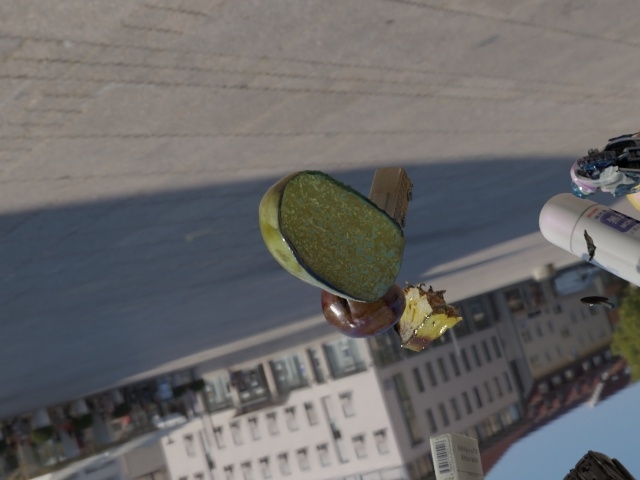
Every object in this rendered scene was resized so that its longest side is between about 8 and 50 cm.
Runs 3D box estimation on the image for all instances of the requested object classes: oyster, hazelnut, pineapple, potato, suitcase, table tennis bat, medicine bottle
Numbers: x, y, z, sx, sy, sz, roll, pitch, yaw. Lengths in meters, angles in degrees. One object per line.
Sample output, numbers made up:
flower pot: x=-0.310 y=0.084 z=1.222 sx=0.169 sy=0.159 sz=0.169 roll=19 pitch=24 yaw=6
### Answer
oyster: x=0.542 y=0.012 z=1.768 sx=0.019 sy=0.054 sz=0.083 roll=-6 pitch=147 yaw=20
hazelnut: x=0.107 y=0.146 z=2.126 sx=0.203 sy=0.178 sz=0.178 roll=-6 pitch=178 yaw=23
pineapple: x=0.275 y=0.211 z=2.437 sx=0.114 sy=0.186 sz=0.236 roll=18 pitch=172 yaw=-31
potato: x=0.000 y=0.000 z=1.325 sx=0.111 sy=0.160 sz=0.271 roll=-5 pitch=155 yaw=44
suitcase: x=0.719 y=0.664 z=1.996 sx=0.188 sy=0.345 sz=0.339 roll=-47 pitch=130 yaw=3
table tennis bat: x=0.527 y=0.117 z=1.669 sx=0.050 sy=0.007 sz=0.083 roll=-10 pitch=-169 yaw=-20
medicine bottle: x=0.636 y=-0.003 z=1.953 sx=0.130 sy=0.130 sz=0.341 roll=-12 pitch=-150 yaw=-36

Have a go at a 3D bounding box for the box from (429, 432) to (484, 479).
box: x=0.349 y=0.614 z=2.171 sx=0.071 sy=0.259 sz=0.168 roll=-19 pitch=152 yaw=28

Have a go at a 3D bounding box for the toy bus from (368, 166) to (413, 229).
toy bus: x=0.171 y=-0.093 z=2.242 sx=0.091 sy=0.182 sz=0.103 roll=-1 pitch=143 yaw=25

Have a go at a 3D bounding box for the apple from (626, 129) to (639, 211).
apple: x=0.874 y=-0.175 z=2.143 sx=0.233 sy=0.286 sz=0.286 roll=29 pitch=-158 yaw=31

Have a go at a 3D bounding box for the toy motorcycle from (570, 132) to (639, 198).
toy motorcycle: x=0.598 y=-0.145 z=1.804 sx=0.239 sy=0.108 sz=0.204 roll=9 pitch=157 yaw=-15
